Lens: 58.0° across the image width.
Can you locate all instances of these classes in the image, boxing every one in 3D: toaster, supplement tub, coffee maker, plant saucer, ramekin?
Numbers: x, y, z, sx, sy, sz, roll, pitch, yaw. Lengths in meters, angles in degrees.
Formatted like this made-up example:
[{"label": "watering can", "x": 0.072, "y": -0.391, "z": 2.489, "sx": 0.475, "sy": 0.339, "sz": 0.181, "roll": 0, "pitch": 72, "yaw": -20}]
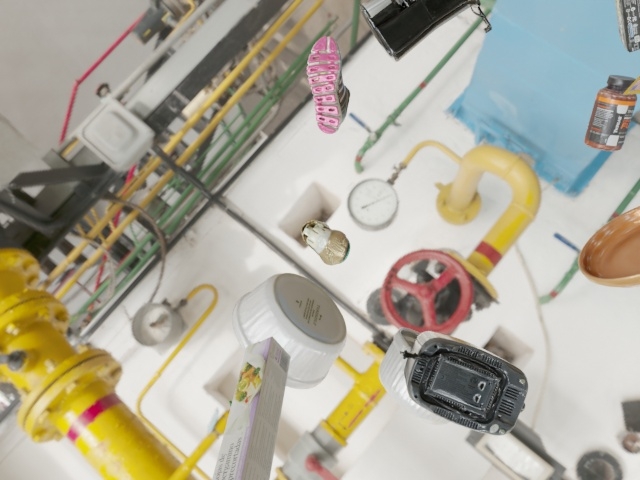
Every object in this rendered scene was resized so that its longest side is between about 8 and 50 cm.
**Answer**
[{"label": "toaster", "x": 0.233, "y": 0.236, "z": 1.001, "sx": 0.226, "sy": 0.129, "sz": 0.146, "roll": 20, "pitch": 180, "yaw": 2}, {"label": "supplement tub", "x": 0.816, "y": -0.357, "z": 1.615, "sx": 0.106, "sy": 0.106, "sz": 0.198, "roll": 33, "pitch": 128, "yaw": 44}, {"label": "coffee maker", "x": 0.184, "y": -0.403, "z": 1.036, "sx": 0.171, "sy": 0.178, "sz": 0.120, "roll": 57, "pitch": -166, "yaw": 10}, {"label": "plant saucer", "x": 0.504, "y": 0.008, "z": 0.894, "sx": 0.037, "sy": 0.200, "sz": 0.200, "roll": 52, "pitch": 170, "yaw": -13}, {"label": "ramekin", "x": 0.219, "y": 0.287, "z": 1.204, "sx": 0.207, "sy": 0.109, "sz": 0.207, "roll": 32, "pitch": -170, "yaw": -6}, {"label": "ramekin", "x": -0.059, "y": 0.194, "z": 1.334, "sx": 0.272, "sy": 0.127, "sz": 0.273, "roll": 33, "pitch": -154, "yaw": -18}]

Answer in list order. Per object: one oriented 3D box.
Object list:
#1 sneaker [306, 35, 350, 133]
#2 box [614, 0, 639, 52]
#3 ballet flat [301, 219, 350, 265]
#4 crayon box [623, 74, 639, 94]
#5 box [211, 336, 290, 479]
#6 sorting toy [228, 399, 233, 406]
[{"label": "sneaker", "x": 0.018, "y": -0.286, "z": 1.064, "sx": 0.063, "sy": 0.171, "sz": 0.075, "roll": 1, "pitch": -160, "yaw": 19}, {"label": "box", "x": 0.495, "y": -0.372, "z": 0.774, "sx": 0.191, "sy": 0.184, "sz": 0.045, "roll": 55, "pitch": -153, "yaw": -38}, {"label": "ballet flat", "x": 0.000, "y": 0.000, "z": 1.137, "sx": 0.067, "sy": 0.073, "sz": 0.206, "roll": 25, "pitch": -179, "yaw": -16}, {"label": "crayon box", "x": 0.841, "y": -0.363, "z": 1.219, "sx": 0.083, "sy": 0.203, "sz": 0.323, "roll": 42, "pitch": 179, "yaw": -18}, {"label": "box", "x": -0.108, "y": 0.295, "z": 0.927, "sx": 0.067, "sy": 0.063, "sz": 0.324, "roll": 52, "pitch": -155, "yaw": -27}, {"label": "sorting toy", "x": -0.156, "y": 0.325, "z": 1.178, "sx": 0.042, "sy": 0.061, "sz": 0.102, "roll": 42, "pitch": 178, "yaw": -1}]
